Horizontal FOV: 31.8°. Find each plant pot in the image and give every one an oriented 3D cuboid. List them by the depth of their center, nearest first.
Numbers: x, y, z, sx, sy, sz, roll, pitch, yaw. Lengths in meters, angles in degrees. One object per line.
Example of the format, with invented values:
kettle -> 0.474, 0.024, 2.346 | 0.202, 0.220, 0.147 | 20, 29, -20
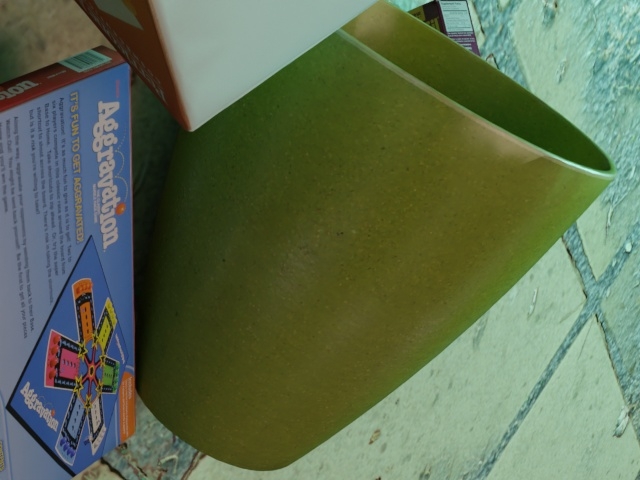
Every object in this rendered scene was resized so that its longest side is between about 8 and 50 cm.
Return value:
plant pot -> 0.000, 0.000, 0.757 | 0.274, 0.275, 0.294 | 7, 120, -52

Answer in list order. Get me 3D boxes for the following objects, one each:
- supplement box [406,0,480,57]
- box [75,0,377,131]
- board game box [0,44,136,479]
supplement box -> 0.095, -0.146, 0.904 | 0.043, 0.055, 0.083 | -12, 87, -47
box -> -0.069, -0.234, 0.422 | 0.168, 0.215, 0.345 | -37, 162, -11
board game box -> -0.167, 0.040, 0.648 | 0.145, 0.027, 0.281 | -32, 139, -43
